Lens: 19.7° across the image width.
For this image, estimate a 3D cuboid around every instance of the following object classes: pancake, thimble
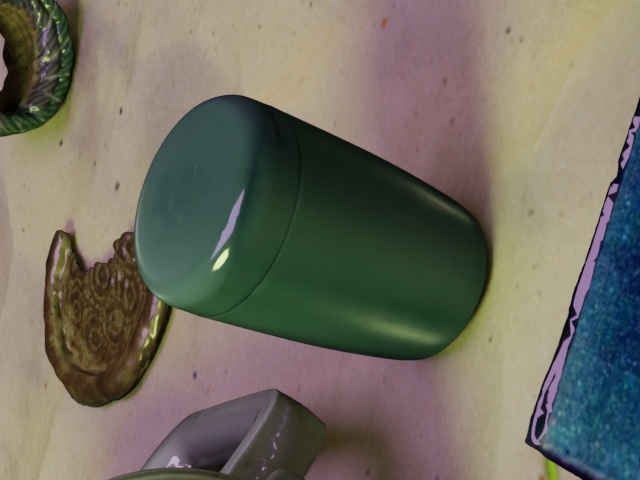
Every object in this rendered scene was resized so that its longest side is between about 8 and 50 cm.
[{"bbox_3d":[-0.161,0.037,1.388,0.190,0.020,0.184,-47,44,37],"label":"pancake"},{"bbox_3d":[-0.272,-0.152,1.521,0.090,0.118,0.135,-2,96,59],"label":"thimble"}]

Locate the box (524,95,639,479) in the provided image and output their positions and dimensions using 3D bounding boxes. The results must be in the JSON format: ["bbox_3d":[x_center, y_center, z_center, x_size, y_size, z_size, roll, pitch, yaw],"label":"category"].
[{"bbox_3d":[0.239,0.007,0.741,0.261,0.116,0.279,28,102,53],"label":"box"}]

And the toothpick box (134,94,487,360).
[{"bbox_3d":[0.000,0.000,1.028,0.120,0.184,0.120,-29,52,45],"label":"toothpick box"}]

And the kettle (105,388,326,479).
[{"bbox_3d":[-0.117,0.211,1.056,0.318,0.205,0.265,151,125,-69],"label":"kettle"}]
